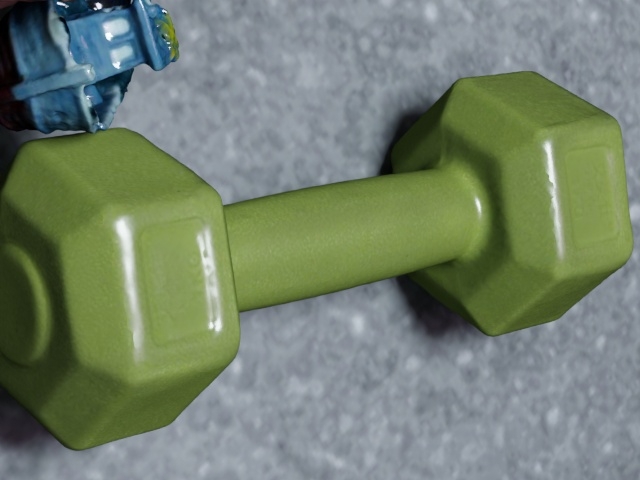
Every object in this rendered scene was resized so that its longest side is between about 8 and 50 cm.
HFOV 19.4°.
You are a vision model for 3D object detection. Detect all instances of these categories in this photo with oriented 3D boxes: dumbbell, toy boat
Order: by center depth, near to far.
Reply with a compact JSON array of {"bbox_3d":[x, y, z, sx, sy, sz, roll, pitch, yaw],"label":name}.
[{"bbox_3d":[-0.087,-0.073,0.706,0.137,0.061,0.060,-67,141,-74],"label":"toy boat"},{"bbox_3d":[0.000,0.000,0.783,0.302,0.108,0.121,-13,96,-39],"label":"dumbbell"}]

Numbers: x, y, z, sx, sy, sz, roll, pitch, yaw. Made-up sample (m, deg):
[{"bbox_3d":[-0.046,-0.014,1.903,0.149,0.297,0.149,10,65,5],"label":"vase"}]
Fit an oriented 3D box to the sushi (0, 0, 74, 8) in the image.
[{"bbox_3d":[-0.111,-0.210,0.661,0.270,0.171,0.236,-42,113,-34],"label":"sushi"}]
